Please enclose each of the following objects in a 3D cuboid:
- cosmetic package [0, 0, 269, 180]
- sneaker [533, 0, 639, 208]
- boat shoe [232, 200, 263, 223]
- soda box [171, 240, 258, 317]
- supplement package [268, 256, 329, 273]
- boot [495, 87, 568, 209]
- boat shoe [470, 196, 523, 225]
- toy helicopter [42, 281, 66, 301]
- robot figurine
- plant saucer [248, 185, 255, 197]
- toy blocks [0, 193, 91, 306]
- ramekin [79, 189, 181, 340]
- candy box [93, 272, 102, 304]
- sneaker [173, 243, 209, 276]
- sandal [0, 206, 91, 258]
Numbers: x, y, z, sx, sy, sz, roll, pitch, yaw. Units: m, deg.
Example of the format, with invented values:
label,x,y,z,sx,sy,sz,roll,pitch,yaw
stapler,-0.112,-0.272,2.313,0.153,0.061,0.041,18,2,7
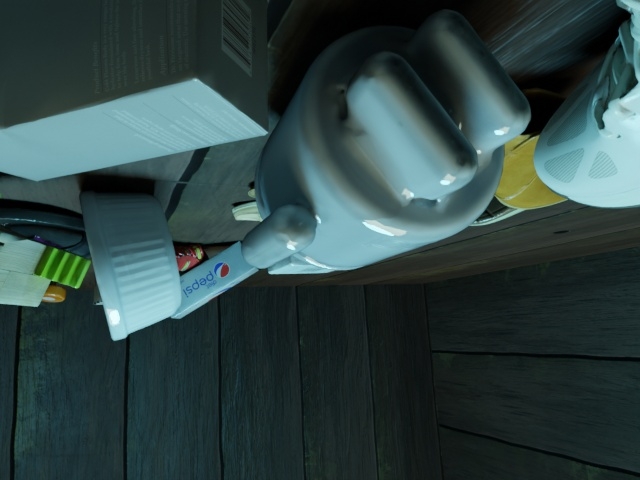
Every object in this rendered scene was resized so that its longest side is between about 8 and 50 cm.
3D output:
label,x,y,z,sx,sy,sz,roll,pitch,yaw
cosmetic package,-0.167,-0.130,0.357,0.238,0.127,0.107,-6,170,21
sneaker,0.221,-0.165,0.304,0.258,0.168,0.447,7,160,-10
boat shoe,-0.101,-0.050,0.996,0.170,0.059,0.063,-3,170,-1
soda box,-0.333,0.120,1.416,0.286,0.098,0.091,-32,172,-6
supplement package,-0.020,-0.043,0.722,0.105,0.179,0.105,1,169,-23
boot,0.291,-0.119,0.632,0.296,0.104,0.211,0,167,-10
boat shoe,0.349,-0.083,0.876,0.258,0.095,0.095,-13,172,42
toy helicopter,-0.771,0.042,1.214,0.235,0.140,0.355,12,153,-25
robot figurine,0.043,-0.077,0.501,0.300,0.199,0.353,-36,-178,-21
plant saucer,-0.092,-0.095,0.876,0.084,0.015,0.083,-4,169,-1
toy blocks,-0.561,-0.014,0.631,0.382,0.190,0.261,21,170,6
ramekin,-0.343,0.034,0.863,0.127,0.272,0.273,-13,175,-25
candy box,-0.616,0.105,1.410,0.071,0.159,0.234,6,167,-36
sneaker,-0.406,0.041,1.378,0.119,0.107,0.279,-23,171,3
sandal,-0.570,0.012,1.051,0.168,0.106,0.446,-5,169,10
